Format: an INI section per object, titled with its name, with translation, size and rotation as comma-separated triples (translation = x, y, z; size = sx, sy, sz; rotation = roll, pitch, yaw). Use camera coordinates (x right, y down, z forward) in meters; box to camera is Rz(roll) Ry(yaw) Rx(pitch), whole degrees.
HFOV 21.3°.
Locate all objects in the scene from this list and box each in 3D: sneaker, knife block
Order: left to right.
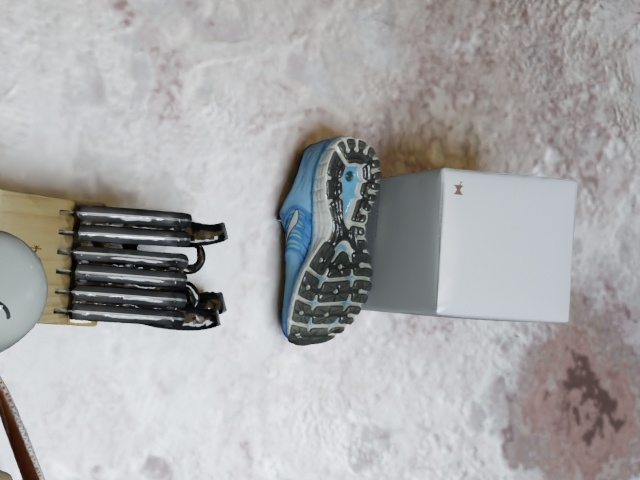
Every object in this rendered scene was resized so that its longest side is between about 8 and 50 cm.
[knife block]
translation = -0.211, 0.016, 1.224
size = 0.276, 0.242, 0.088
rotation = 2, 86, 27
[sneaker]
translation = 0.000, 0.000, 1.290
size = 0.063, 0.073, 0.162
rotation = 12, 92, -34

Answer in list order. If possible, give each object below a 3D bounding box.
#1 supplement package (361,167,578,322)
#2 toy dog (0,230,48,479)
[supplement package]
translation = 0.102, 0.005, 1.261
size = 0.105, 0.179, 0.105
rotation = 5, 87, -17
[toy dog]
translation = -0.268, 0.141, 1.079
size = 0.220, 0.333, 0.161
rotation = 7, 49, 3
